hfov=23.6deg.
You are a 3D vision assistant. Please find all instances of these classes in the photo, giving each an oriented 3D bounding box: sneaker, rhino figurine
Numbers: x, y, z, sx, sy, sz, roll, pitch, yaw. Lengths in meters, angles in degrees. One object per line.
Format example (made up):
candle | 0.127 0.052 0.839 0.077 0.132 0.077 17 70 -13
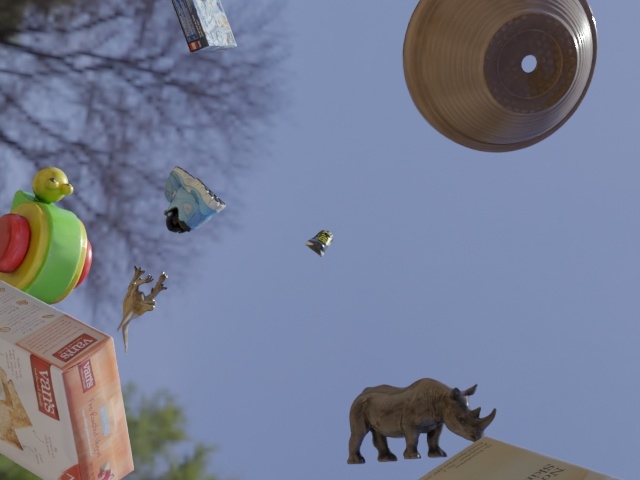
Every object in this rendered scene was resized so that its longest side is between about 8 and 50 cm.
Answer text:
sneaker | -0.182 -0.048 1.990 0.073 0.063 0.162 -48 -162 -6
rhino figurine | 0.133 0.238 2.037 0.243 0.073 0.106 -13 -102 41
sneaker | 0.000 0.000 2.193 0.035 0.031 0.083 -52 -178 3

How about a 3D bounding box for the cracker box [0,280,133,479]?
cracker box | -0.281 0.125 1.410 0.232 0.067 0.155 21 -50 35

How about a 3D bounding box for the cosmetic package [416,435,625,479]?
cosmetic package | 0.204 0.303 1.538 0.113 0.160 0.309 64 -21 -12

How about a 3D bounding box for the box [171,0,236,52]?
box | -0.143 -0.273 1.835 0.137 0.027 0.094 -31 102 -77

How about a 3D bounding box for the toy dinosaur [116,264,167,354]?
toy dinosaur | -0.247 0.086 2.033 0.092 0.053 0.183 -61 -175 -25

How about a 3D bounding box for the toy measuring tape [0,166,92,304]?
toy measuring tape | -0.334 0.075 1.744 0.121 0.121 0.330 -4 -109 60

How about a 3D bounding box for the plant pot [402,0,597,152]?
plant pot | 0.223 -0.211 1.772 0.110 0.237 0.237 -132 -125 -69
